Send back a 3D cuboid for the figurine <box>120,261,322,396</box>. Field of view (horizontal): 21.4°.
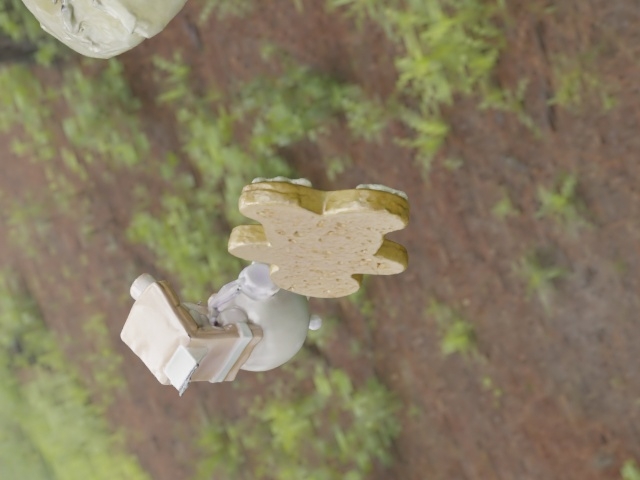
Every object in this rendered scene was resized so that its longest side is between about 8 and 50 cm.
[{"bbox_3d":[-0.103,0.090,1.968,0.141,0.236,0.162,54,137,27],"label":"figurine"}]

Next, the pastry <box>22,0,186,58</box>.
[{"bbox_3d":[-0.147,-0.208,1.203,0.088,0.166,0.166,39,-177,-39],"label":"pastry"}]

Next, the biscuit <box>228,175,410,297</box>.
[{"bbox_3d":[0.000,-0.002,1.463,0.240,0.158,0.035,101,177,-71],"label":"biscuit"}]
